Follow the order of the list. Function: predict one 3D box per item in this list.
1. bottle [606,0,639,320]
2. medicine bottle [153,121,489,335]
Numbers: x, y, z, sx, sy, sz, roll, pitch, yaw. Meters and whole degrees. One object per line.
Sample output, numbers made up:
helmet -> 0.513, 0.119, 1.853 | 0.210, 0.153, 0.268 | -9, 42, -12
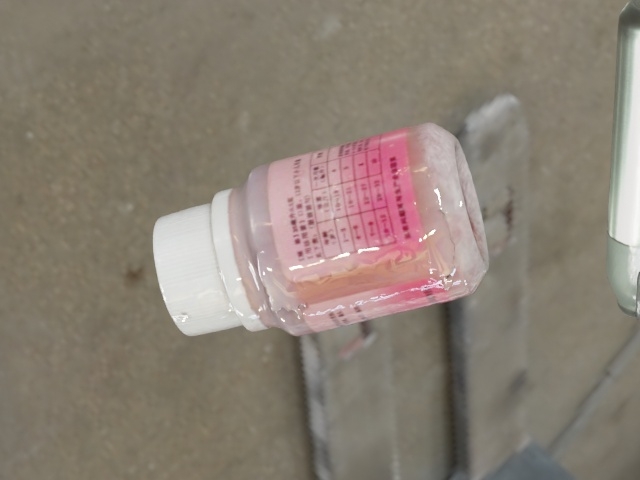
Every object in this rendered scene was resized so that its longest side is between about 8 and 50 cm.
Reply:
bottle -> 0.264, -0.059, 1.306 | 0.096, 0.079, 0.254 | -57, 149, -63
medicine bottle -> 0.000, 0.000, 1.324 | 0.247, 0.147, 0.147 | -13, 147, 12
